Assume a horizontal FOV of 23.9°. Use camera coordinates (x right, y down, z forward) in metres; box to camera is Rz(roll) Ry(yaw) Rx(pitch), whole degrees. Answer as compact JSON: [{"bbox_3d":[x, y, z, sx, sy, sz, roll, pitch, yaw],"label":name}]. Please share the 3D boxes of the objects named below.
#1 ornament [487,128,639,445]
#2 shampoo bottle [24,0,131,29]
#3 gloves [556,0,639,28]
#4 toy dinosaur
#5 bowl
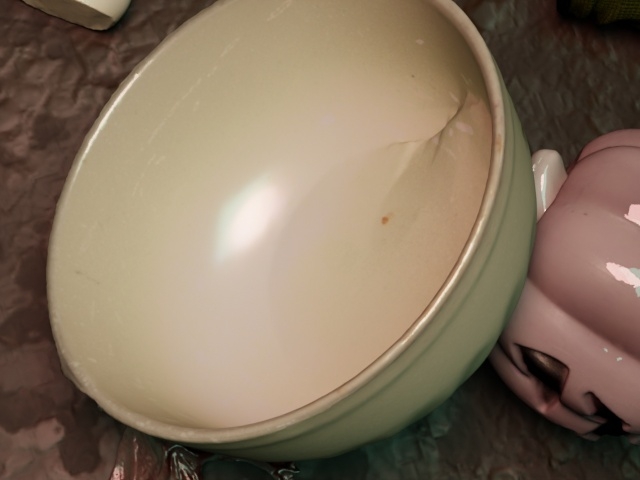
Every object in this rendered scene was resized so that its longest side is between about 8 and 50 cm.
[{"bbox_3d":[0.169,0.022,0.862,0.177,0.177,0.177,2,77,-9],"label":"ornament"},{"bbox_3d":[-0.134,-0.209,0.927,0.077,0.045,0.152,19,76,-3],"label":"shampoo bottle"},{"bbox_3d":[0.281,-0.158,0.963,0.268,0.107,0.135,5,107,-11],"label":"gloves"},{"bbox_3d":[-0.077,0.128,0.866,0.220,0.032,0.108,-25,79,-17],"label":"toy dinosaur"},{"bbox_3d":[0.000,0.000,0.823,0.277,0.145,0.277,-16,58,27],"label":"bowl"}]
